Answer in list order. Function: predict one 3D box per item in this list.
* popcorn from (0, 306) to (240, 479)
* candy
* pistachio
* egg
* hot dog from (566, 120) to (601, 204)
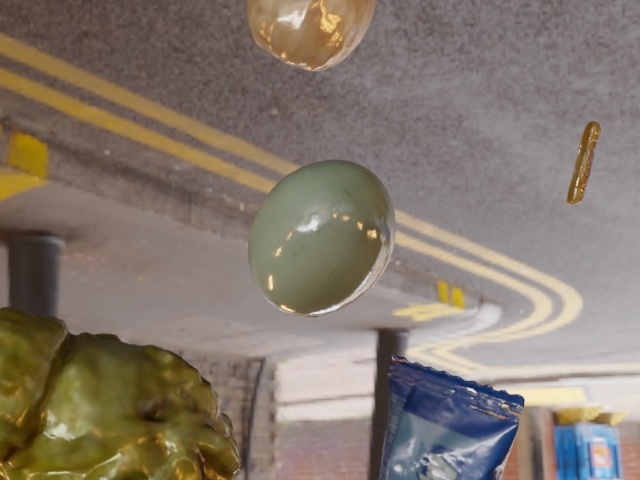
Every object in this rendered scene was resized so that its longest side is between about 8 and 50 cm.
[{"bbox_3d":[-0.226,0.197,0.938,0.286,0.174,0.225,24,130,-16],"label":"popcorn"},{"bbox_3d":[0.130,0.308,1.171,0.187,0.331,0.077,18,-159,31],"label":"candy"},{"bbox_3d":[0.000,-0.404,1.518,0.193,0.318,0.214,25,159,-9],"label":"pistachio"},{"bbox_3d":[0.000,0.000,1.404,0.203,0.203,0.282,6,142,-24],"label":"egg"},{"bbox_3d":[0.424,-0.124,1.556,0.028,0.137,0.044,11,-177,-6],"label":"hot dog"}]
